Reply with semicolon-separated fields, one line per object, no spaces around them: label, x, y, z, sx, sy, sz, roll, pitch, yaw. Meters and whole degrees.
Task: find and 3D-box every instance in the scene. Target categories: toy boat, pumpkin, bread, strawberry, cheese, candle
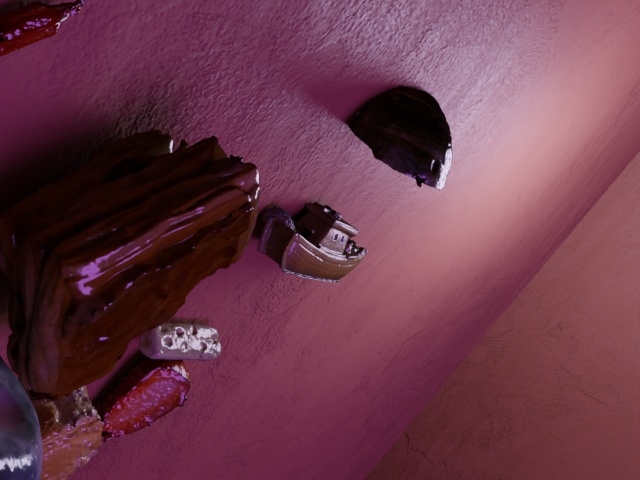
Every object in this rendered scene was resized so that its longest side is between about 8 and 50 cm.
toy boat;0.000;0.000;1.625;0.121;0.089;0.321;-60;153;7
pumpkin;0.181;-0.164;1.543;0.111;0.163;0.278;-51;156;18
bread;-0.449;0.307;1.393;0.246;0.121;0.174;-20;139;-33
bread;-0.257;0.023;1.160;0.314;0.191;0.370;-34;167;-32
strawberry;-0.313;0.259;1.590;0.188;0.082;0.121;-34;135;0
cheese;-0.235;0.171;1.570;0.043;0.064;0.194;-9;167;27
candle;-0.304;-0.206;0.897;0.162;0.048;0.053;-31;-173;-26

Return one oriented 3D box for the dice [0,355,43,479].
dice;-0.510;0.209;0.897;0.328;0.348;0.330;-45;162;3
